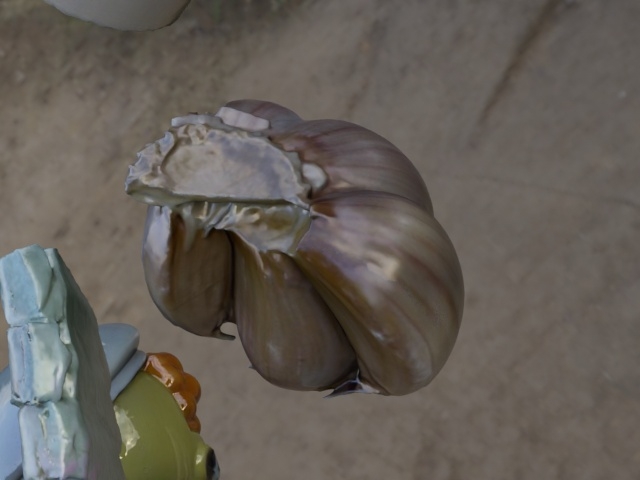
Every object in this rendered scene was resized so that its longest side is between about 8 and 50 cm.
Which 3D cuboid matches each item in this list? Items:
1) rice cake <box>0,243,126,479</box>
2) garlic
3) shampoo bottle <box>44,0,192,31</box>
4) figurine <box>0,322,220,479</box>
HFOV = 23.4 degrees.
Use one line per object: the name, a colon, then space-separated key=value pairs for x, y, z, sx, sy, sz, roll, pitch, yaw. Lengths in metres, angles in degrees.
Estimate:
rice cake: x=-0.128 y=0.081 z=0.782 sx=0.038 sy=0.211 sz=0.124 roll=-10 pitch=80 yaw=-5
garlic: x=0.000 y=0.000 z=0.957 sx=0.214 sy=0.191 sz=0.160 roll=12 pitch=58 yaw=21
shampoo bottle: x=-0.010 y=-0.171 z=0.361 sx=0.257 sy=0.078 sz=0.127 roll=-56 pitch=42 yaw=33
figurine: x=-0.170 y=0.248 z=1.364 sx=0.224 sy=0.205 sz=0.382 roll=-42 pitch=65 yaw=8
